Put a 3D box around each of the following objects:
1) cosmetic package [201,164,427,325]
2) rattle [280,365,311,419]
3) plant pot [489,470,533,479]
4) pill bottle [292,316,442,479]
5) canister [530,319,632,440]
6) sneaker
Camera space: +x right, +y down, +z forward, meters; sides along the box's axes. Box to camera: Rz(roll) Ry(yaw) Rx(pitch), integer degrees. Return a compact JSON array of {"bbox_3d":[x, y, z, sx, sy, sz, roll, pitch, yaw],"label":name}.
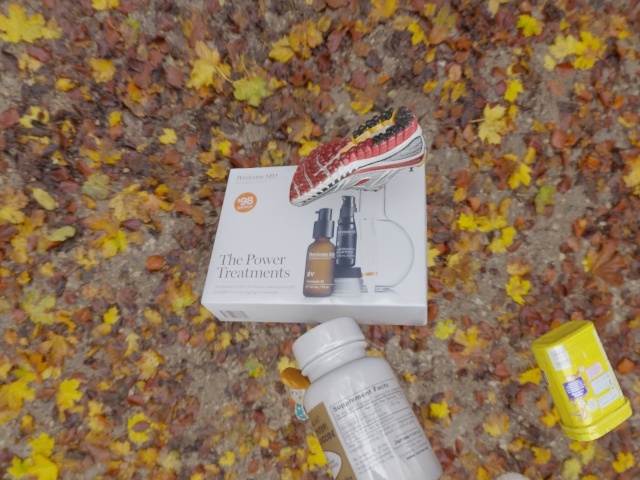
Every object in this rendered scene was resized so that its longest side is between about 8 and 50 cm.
[{"bbox_3d":[0.000,0.000,0.855,0.377,0.097,0.285,-1,59,12],"label":"cosmetic package"},{"bbox_3d":[-0.058,0.347,1.042,0.199,0.142,0.130,-43,78,39],"label":"rattle"},{"bbox_3d":[0.147,0.482,0.543,0.305,0.334,0.334,-34,100,29],"label":"plant pot"},{"bbox_3d":[0.050,0.227,0.635,0.131,0.131,0.229,-26,65,-3],"label":"pill bottle"},{"bbox_3d":[0.456,0.241,0.833,0.126,0.073,0.170,-21,88,-19],"label":"canister"},{"bbox_3d":[0.050,-0.098,0.691,0.225,0.088,0.093,-22,132,25],"label":"sneaker"}]
